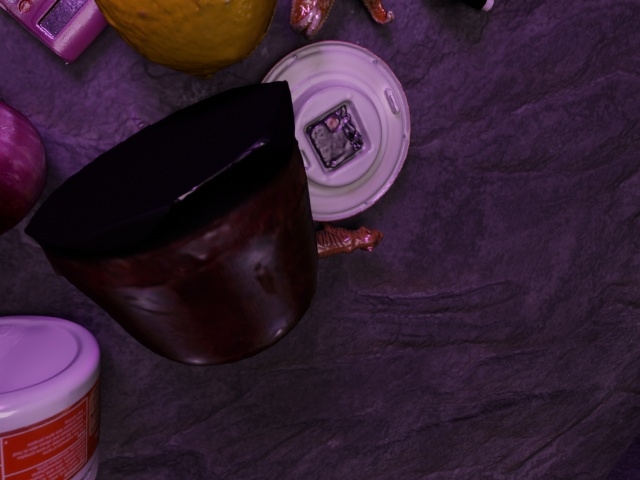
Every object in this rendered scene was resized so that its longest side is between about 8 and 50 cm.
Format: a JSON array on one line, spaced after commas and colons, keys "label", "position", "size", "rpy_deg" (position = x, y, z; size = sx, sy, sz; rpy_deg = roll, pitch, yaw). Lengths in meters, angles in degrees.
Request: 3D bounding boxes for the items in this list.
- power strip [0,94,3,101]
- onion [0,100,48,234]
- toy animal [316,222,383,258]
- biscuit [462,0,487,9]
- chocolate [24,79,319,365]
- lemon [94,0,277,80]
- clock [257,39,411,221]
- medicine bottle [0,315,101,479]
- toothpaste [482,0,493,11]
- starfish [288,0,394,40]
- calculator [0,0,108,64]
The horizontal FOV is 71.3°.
[{"label": "power strip", "position": [-0.570, -0.173, 0.582], "size": [0.270, 0.046, 0.118], "rpy_deg": [-32, 121, -10]}, {"label": "onion", "position": [-0.459, -0.078, 0.569], "size": [0.207, 0.200, 0.201], "rpy_deg": [-24, 118, -31]}, {"label": "toy animal", "position": [0.000, 0.000, 0.847], "size": [0.241, 0.099, 0.057], "rpy_deg": [-10, 113, -19]}, {"label": "biscuit", "position": [0.263, -0.526, 0.762], "size": [0.151, 0.063, 0.236], "rpy_deg": [23, 93, -21]}, {"label": "chocolate", "position": [-0.153, 0.009, 0.647], "size": [0.383, 0.383, 0.331], "rpy_deg": [-31, 121, -8]}, {"label": "lemon", "position": [-0.171, -0.349, 0.558], "size": [0.253, 0.254, 0.311], "rpy_deg": [-10, 136, -18]}, {"label": "clock", "position": [0.020, -0.184, 0.796], "size": [0.318, 0.080, 0.319], "rpy_deg": [-8, 113, -20]}, {"label": "medicine bottle", "position": [-0.472, 0.271, 0.674], "size": [0.252, 0.252, 0.241], "rpy_deg": [3, 108, -23]}, {"label": "toothpaste", "position": [0.222, -0.472, 0.796], "size": [0.218, 0.033, 0.052], "rpy_deg": [18, 94, -23]}, {"label": "starfish", "position": [0.031, -0.468, 0.678], "size": [0.303, 0.113, 0.312], "rpy_deg": [-40, 116, -3]}, {"label": "calculator", "position": [-0.380, -0.353, 0.598], "size": [0.190, 0.034, 0.127], "rpy_deg": [42, 92, -23]}]
